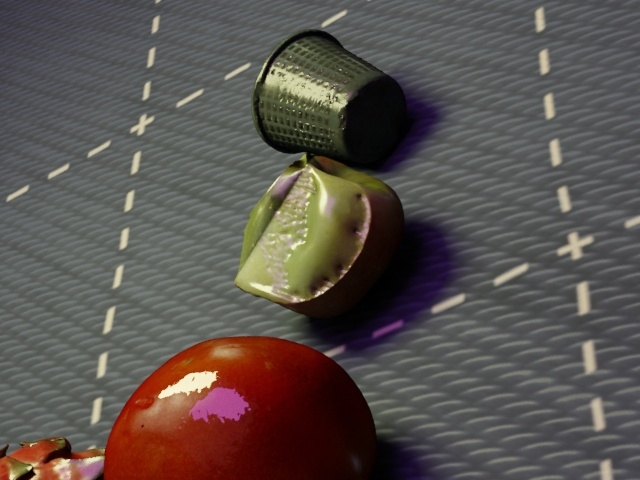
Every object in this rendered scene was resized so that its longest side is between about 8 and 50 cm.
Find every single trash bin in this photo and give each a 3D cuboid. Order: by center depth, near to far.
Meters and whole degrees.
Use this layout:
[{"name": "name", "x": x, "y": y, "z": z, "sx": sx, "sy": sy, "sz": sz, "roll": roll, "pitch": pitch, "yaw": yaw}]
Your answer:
[{"name": "trash bin", "x": 0.024, "y": -0.182, "z": 2.248, "sx": 0.161, "sy": 0.175, "sz": 0.175, "roll": 23, "pitch": 70, "yaw": 43}]

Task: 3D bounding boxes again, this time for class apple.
[{"name": "apple", "x": 0.000, "y": 0.000, "z": 2.054, "sx": 0.207, "sy": 0.174, "sz": 0.188, "roll": 32, "pitch": 104, "yaw": 50}]

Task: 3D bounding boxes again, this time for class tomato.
[{"name": "tomato", "x": -0.094, "y": 0.223, "z": 1.820, "sx": 0.299, "sy": 0.226, "sz": 0.298, "roll": -29, "pitch": 17, "yaw": 10}]

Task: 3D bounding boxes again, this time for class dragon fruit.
[{"name": "dragon fruit", "x": -0.316, "y": 0.325, "z": 2.012, "sx": 0.274, "sy": 0.192, "sz": 0.193, "roll": -9, "pitch": 77, "yaw": -10}]
